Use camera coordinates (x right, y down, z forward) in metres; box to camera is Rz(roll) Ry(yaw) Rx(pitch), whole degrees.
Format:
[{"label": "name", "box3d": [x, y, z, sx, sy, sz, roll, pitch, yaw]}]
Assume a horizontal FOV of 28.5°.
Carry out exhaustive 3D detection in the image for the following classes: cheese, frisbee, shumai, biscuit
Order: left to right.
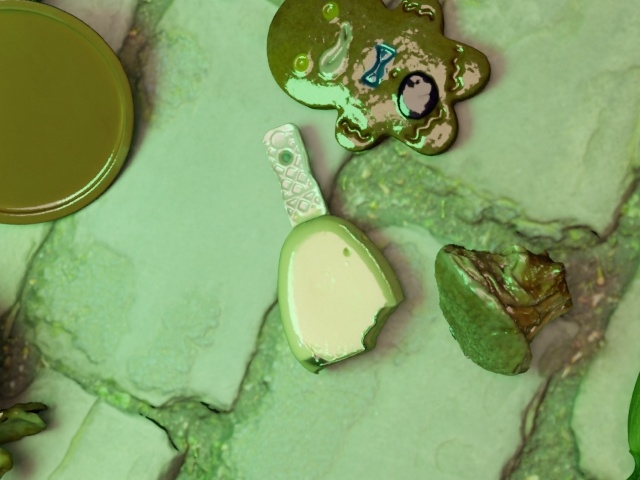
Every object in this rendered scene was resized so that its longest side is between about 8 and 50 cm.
[{"label": "frisbee", "box3d": [-0.320, -0.132, 1.318, 0.251, 0.021, 0.250, -4, 116, -8]}, {"label": "cheese", "box3d": [0.000, 0.000, 1.279, 0.127, 0.050, 0.255, -20, 80, 12]}, {"label": "biscuit", "box3d": [0.051, -0.181, 1.295, 0.236, 0.039, 0.180, 27, 92, 17]}, {"label": "shumai", "box3d": [0.181, 0.054, 1.208, 0.116, 0.145, 0.145, -34, 77, -14]}]

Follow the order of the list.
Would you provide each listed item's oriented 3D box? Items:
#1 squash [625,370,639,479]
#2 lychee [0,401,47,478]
[{"label": "squash", "box3d": [0.377, 0.053, 1.152, 0.107, 0.107, 0.395, 24, 89, 15]}, {"label": "lychee", "box3d": [-0.461, 0.135, 1.270, 0.270, 0.320, 0.270, -16, 41, 14]}]
